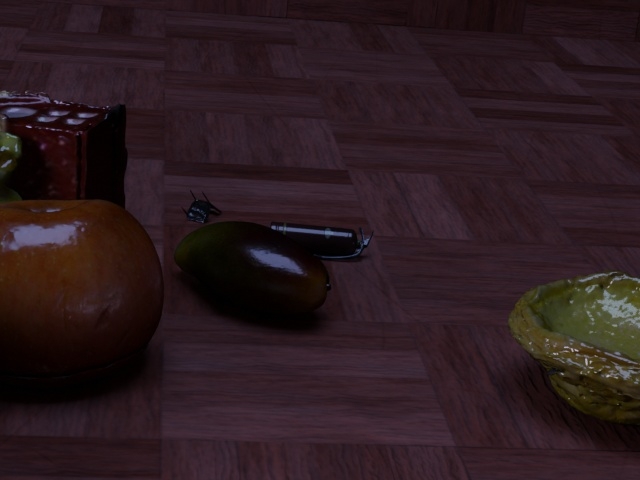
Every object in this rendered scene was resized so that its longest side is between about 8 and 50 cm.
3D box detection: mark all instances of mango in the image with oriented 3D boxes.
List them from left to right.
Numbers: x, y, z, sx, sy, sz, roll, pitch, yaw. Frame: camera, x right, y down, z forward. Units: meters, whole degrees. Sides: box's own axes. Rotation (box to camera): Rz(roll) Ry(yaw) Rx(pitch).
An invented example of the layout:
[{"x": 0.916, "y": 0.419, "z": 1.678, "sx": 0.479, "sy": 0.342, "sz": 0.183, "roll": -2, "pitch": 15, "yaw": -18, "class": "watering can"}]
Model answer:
[{"x": -0.102, "y": 0.033, "z": 1.816, "sx": 0.267, "sy": 0.111, "sz": 0.133, "roll": 17, "pitch": 35, "yaw": 40, "class": "mango"}]

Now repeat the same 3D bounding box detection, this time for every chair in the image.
[{"x": -0.190, "y": -0.048, "z": 2.116, "sx": 0.037, "sy": 0.042, "sz": 0.086, "roll": 14, "pitch": -13, "yaw": 19, "class": "chair"}]

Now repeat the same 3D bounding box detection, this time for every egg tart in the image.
[{"x": 0.376, "y": 0.143, "z": 1.635, "sx": 0.294, "sy": 0.123, "sz": 0.294, "roll": 2, "pitch": 24, "yaw": -1, "class": "egg tart"}]

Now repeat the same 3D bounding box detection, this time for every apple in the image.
[{"x": -0.321, "y": 0.051, "z": 1.579, "sx": 0.272, "sy": 0.206, "sz": 0.251, "roll": -1, "pitch": 19, "yaw": -14, "class": "apple"}]

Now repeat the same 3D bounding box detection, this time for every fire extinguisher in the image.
[{"x": 0.000, "y": 0.000, "z": 2.019, "sx": 0.158, "sy": 0.043, "sz": 0.064, "roll": 5, "pitch": 51, "yaw": 1, "class": "fire extinguisher"}]

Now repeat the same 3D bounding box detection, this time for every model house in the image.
[{"x": -0.436, "y": -0.117, "z": 2.007, "sx": 0.254, "sy": 0.196, "sz": 0.160, "roll": 8, "pitch": 23, "yaw": 8, "class": "model house"}]

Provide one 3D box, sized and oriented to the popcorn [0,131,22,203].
[{"x": -0.507, "y": -0.068, "z": 1.872, "sx": 0.198, "sy": 0.212, "sz": 0.198, "roll": 37, "pitch": 10, "yaw": -8, "class": "popcorn"}]
